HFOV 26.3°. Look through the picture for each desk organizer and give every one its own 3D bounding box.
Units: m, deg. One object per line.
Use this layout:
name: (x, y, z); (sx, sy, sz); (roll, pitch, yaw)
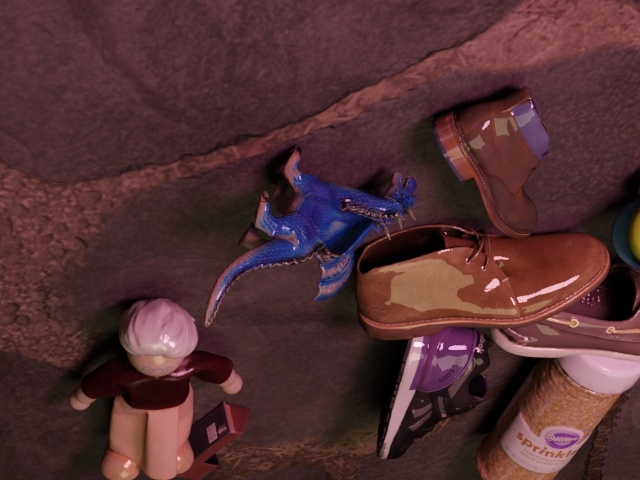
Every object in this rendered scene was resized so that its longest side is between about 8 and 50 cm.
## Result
desk organizer: (-0.147, 0.271, 1.837); (0.050, 0.047, 0.130); (19, 133, -41)

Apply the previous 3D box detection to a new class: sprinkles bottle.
sprinkles bottle: (0.328, 0.228, 1.886); (0.121, 0.121, 0.355); (-1, 143, -19)

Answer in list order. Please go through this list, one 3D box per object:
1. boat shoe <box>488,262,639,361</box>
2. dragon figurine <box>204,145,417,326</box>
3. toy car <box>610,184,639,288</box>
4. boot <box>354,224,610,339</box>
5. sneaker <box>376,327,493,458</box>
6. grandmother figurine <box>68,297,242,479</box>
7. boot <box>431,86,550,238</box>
boat shoe: (0.375, 0.081, 1.712); (0.324, 0.117, 0.097); (0, 146, -10)
dragon figurine: (0.000, 0.000, 1.389); (0.144, 0.289, 0.085); (31, 133, 3)
toy car: (0.422, -0.007, 1.605); (0.182, 0.159, 0.136); (0, -179, -25)
boot: (0.188, 0.032, 1.590); (0.305, 0.112, 0.115); (-12, 134, -1)
sneaker: (0.149, 0.209, 1.777); (0.124, 0.107, 0.283); (11, 142, -1)
grandmother figurine: (-0.196, 0.181, 1.653); (0.207, 0.104, 0.342); (-14, 148, -16)
boot: (0.213, -0.079, 1.460); (0.106, 0.082, 0.219); (-26, 142, 19)
